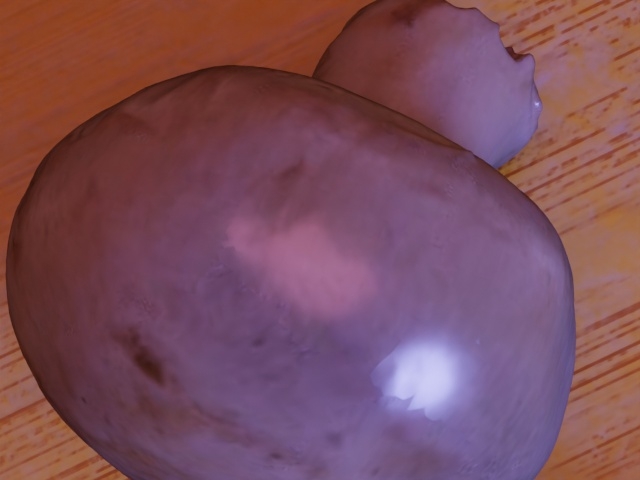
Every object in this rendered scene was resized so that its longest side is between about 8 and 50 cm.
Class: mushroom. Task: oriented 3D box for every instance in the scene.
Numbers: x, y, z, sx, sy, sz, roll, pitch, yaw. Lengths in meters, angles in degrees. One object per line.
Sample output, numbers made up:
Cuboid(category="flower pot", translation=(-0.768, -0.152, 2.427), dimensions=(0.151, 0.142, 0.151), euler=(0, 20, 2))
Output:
Cuboid(category="mushroom", translation=(0.000, 0.000, 0.861), dimensions=(0.298, 0.297, 0.290), euler=(20, 66, 6))
